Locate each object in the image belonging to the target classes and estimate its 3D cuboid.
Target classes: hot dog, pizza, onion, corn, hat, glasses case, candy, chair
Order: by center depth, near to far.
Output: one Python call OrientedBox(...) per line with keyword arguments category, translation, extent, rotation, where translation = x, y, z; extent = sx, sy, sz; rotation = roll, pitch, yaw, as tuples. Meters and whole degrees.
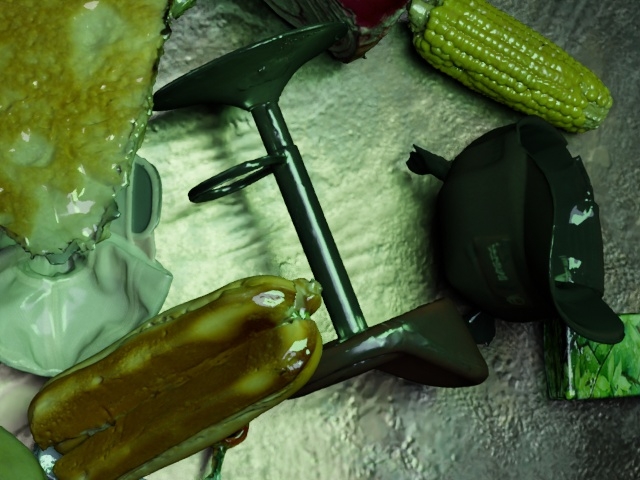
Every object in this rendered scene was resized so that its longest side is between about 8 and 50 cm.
OrientedBox(category="hot dog", translation=(-0.129, 0.134, 1.620), extent=(0.337, 0.100, 0.135), rotation=(-30, 84, 20))
OrientedBox(category="pizza", translation=(-0.292, -0.194, 1.673), extent=(0.435, 0.080, 0.392), rotation=(32, 63, 18))
OrientedBox(category="hat", translation=(-0.271, 0.008, 1.717), extent=(0.219, 0.164, 0.226), rotation=(4, 40, -16))
OrientedBox(category="candy", translation=(-0.108, 0.247, 1.720), extent=(0.055, 0.049, 0.185), rotation=(11, 64, -8))
OrientedBox(category="chair", translation=(0.000, 0.000, 1.722), extent=(0.226, 0.226, 0.401), rotation=(-22, 88, -19))
OrientedBox(category="hat", translation=(0.185, 0.013, 1.768), extent=(0.209, 0.336, 0.238), rotation=(-21, 111, 15))
OrientedBox(category="onion", translation=(0.025, -0.337, 1.795), extent=(0.216, 0.206, 0.207), rotation=(37, 72, -9))
OrientedBox(category="corn", translation=(0.208, -0.201, 1.888), extent=(0.261, 0.097, 0.097), rotation=(29, 73, -11))
OrientedBox(category="glasses case", translation=(0.388, 0.127, 1.903), extent=(0.272, 0.062, 0.095), rotation=(-1, 87, -17))

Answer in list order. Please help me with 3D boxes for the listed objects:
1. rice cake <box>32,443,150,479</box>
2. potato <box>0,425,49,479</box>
OrientedBox(category="rice cake", translation=(-0.196, 0.258, 1.714), extent=(0.211, 0.034, 0.043), rotation=(22, 66, -12))
OrientedBox(category="potato", translation=(-0.355, 0.251, 1.594), extent=(0.235, 0.178, 0.160), rotation=(7, 120, -39))
